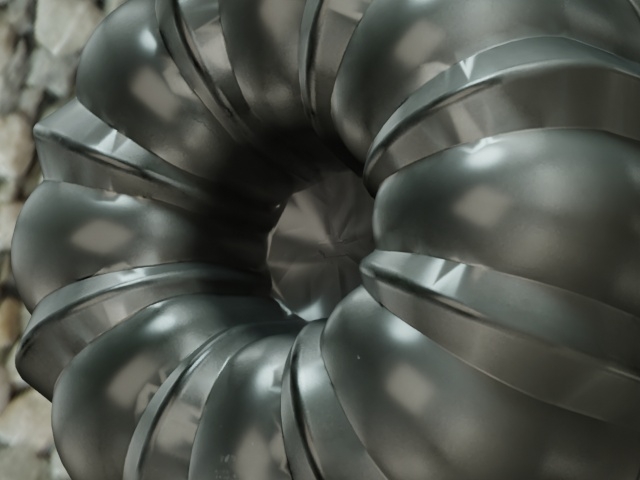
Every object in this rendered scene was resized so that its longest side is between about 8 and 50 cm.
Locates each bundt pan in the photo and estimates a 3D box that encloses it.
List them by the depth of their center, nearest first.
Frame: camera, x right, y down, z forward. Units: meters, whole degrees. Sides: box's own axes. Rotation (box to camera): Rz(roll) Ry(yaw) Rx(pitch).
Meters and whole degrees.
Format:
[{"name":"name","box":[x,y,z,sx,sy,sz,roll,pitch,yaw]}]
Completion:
[{"name":"bundt pan","box":[0.000,0.000,0.793,0.330,0.124,0.331,-8,74,30]}]
